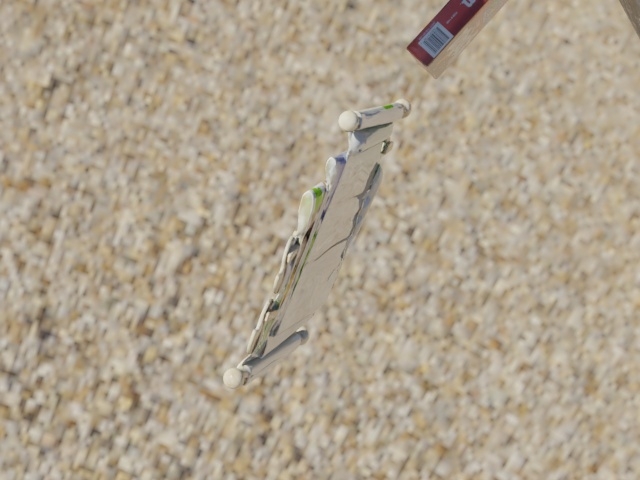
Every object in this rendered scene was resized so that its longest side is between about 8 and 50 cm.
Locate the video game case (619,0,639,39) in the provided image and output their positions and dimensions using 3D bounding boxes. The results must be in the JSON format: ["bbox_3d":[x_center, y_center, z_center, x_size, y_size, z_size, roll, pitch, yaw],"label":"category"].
[{"bbox_3d":[0.296,-0.161,1.429,0.022,0.173,0.190,-27,84,0],"label":"video game case"}]

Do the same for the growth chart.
[{"bbox_3d":[0.000,0.000,1.327,0.021,0.237,0.172,26,10,15],"label":"growth chart"}]

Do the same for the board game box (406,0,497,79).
[{"bbox_3d":[0.139,-0.208,1.542,0.027,0.145,0.281,44,6,2],"label":"board game box"}]
